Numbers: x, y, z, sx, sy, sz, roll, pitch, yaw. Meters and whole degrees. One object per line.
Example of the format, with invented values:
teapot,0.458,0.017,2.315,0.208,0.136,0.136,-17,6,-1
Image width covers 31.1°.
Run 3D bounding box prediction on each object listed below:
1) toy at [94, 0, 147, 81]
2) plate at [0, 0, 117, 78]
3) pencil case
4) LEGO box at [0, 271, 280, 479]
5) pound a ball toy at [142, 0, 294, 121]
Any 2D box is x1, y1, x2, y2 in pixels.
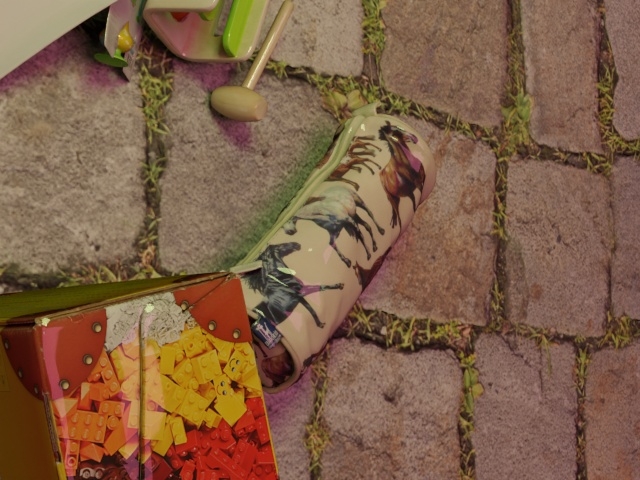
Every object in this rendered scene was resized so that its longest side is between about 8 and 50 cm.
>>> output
toy,-0.246,-0.332,1.426,0.056,0.137,0.237,6,80,5
plate,-0.369,-0.347,1.292,0.277,0.045,0.278,-35,111,-4
pencil case,0.000,0.000,1.550,0.410,0.160,0.183,-53,132,-30
LEGO box,-0.257,0.238,1.091,0.193,0.500,0.372,-14,95,-39
pound a ball toy,-0.129,-0.341,1.518,0.208,0.136,0.319,50,50,-59
